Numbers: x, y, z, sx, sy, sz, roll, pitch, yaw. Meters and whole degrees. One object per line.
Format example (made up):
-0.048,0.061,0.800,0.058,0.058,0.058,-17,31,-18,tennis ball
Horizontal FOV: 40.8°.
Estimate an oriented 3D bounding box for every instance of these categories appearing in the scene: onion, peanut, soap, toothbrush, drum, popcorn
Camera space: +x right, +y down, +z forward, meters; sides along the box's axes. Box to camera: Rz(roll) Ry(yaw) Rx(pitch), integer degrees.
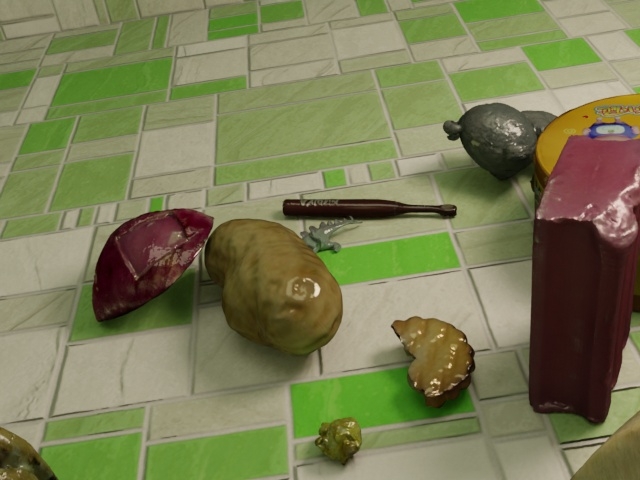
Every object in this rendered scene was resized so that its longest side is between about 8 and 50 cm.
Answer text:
-0.325,0.012,1.605,0.247,0.111,0.250,-27,24,29,onion
-0.092,0.074,1.504,0.192,0.169,0.387,-46,35,0,peanut
0.389,0.056,1.244,0.128,0.359,0.233,10,40,23,soap
0.097,-0.066,1.764,0.364,0.041,0.041,1,36,13,toothbrush
0.586,-0.080,1.521,0.431,0.214,0.431,-7,35,5,drum
0.030,0.289,1.262,0.068,0.059,0.083,-52,22,-9,popcorn

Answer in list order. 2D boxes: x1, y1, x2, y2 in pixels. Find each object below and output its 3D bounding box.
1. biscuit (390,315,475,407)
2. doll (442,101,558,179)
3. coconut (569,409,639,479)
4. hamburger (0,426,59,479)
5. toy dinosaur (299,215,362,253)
0.185,0.192,1.360,0.118,0.061,0.183,-10,37,-4,biscuit
0.433,-0.199,1.811,0.340,0.158,0.246,0,17,-41,doll
0.447,0.320,0.875,0.415,0.344,0.415,-5,8,1,coconut
-0.518,0.358,1.161,0.309,0.211,0.132,-25,42,-23,hamburger
0.000,-0.002,1.694,0.209,0.039,0.082,-29,38,-27,toy dinosaur
